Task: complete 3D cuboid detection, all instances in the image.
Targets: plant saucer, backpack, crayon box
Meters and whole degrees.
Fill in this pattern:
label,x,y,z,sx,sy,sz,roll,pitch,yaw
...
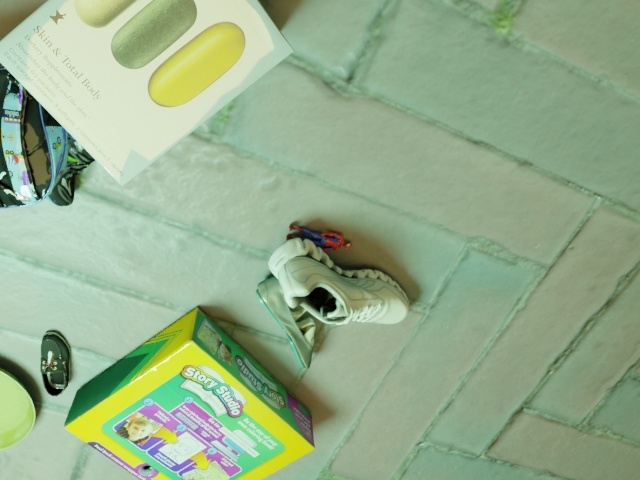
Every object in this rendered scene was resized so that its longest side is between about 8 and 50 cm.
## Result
label,x,y,z,sx,sy,sz,roll,pitch,yaw
plant saucer,-0.667,0.309,1.060,0.240,0.037,0.241,-3,120,-5
backpack,-0.404,-0.134,0.730,0.158,0.117,0.174,-6,104,6
crayon box,-0.242,0.350,1.089,0.313,0.106,0.363,-34,118,12

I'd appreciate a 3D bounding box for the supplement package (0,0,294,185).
label,x,y,z,sx,sy,sz,roll,pitch,yaw
supplement package,-0.204,-0.247,0.687,0.262,0.198,0.199,-36,117,7

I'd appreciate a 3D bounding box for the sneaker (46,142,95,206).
label,x,y,z,sx,sy,sz,roll,pitch,yaw
sneaker,-0.364,-0.129,0.826,0.078,0.067,0.188,21,112,-10

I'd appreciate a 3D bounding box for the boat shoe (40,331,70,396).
label,x,y,z,sx,sy,sz,roll,pitch,yaw
boat shoe,-0.494,0.231,1.032,0.048,0.042,0.133,3,118,-6

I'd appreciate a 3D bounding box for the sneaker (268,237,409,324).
label,x,y,z,sx,sy,sz,roll,pitch,yaw
sneaker,0.043,0.102,0.957,0.292,0.118,0.110,22,119,-30

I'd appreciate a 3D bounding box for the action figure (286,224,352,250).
label,x,y,z,sx,sy,sz,roll,pitch,yaw
action figure,0.000,0.000,0.961,0.115,0.030,0.038,9,114,-14

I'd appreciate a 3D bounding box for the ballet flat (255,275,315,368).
label,x,y,z,sx,sy,sz,roll,pitch,yaw
ballet flat,-0.045,0.151,1.018,0.068,0.072,0.213,-28,120,-2
